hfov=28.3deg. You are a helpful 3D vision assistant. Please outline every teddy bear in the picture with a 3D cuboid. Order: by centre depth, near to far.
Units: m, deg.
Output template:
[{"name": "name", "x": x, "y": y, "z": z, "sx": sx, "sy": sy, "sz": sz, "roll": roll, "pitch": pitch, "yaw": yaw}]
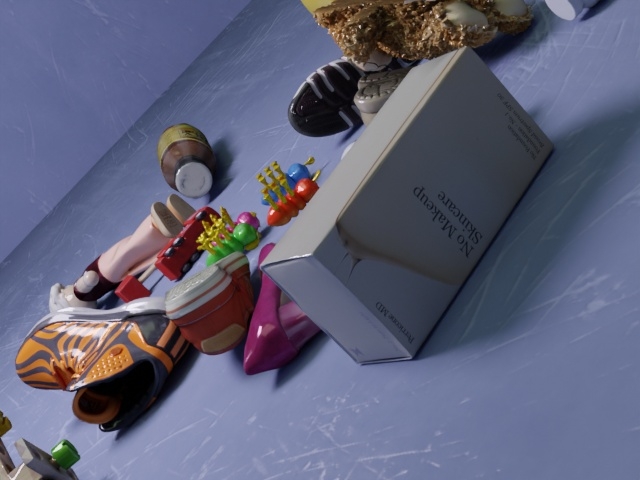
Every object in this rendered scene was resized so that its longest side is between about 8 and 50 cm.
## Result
[{"name": "teddy bear", "x": 0.143, "y": -0.299, "z": 1.816, "sx": 0.338, "sy": 0.113, "sz": 0.245, "roll": -2, "pitch": 24, "yaw": 31}]

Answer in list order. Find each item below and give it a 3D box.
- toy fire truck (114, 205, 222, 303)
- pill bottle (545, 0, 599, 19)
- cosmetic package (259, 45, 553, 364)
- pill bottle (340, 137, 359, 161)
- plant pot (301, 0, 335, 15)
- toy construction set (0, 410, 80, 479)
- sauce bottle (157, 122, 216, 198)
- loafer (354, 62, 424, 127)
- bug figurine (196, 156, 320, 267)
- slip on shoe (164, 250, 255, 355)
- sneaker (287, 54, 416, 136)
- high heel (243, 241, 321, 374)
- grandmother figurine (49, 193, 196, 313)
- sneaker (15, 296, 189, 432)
[{"name": "toy fire truck", "x": -0.256, "y": 0.028, "z": 2.162, "sx": 0.192, "sy": 0.047, "sz": 0.135, "roll": -53, "pitch": 18, "yaw": -26}, {"name": "pill bottle", "x": 0.343, "y": -0.341, "z": 1.624, "sx": 0.120, "sy": 0.067, "sz": 0.067, "roll": -48, "pitch": 18, "yaw": -13}, {"name": "cosmetic package", "x": 0.096, "y": -0.038, "z": 1.334, "sx": 0.113, "sy": 0.160, "sz": 0.309, "roll": -15, "pitch": 35, "yaw": 57}, {"name": "pill bottle", "x": 0.119, "y": -0.105, "z": 1.486, "sx": 0.184, "sy": 0.103, "sz": 0.103, "roll": -33, "pitch": 10, "yaw": -31}, {"name": "plant pot", "x": 0.107, "y": -0.533, "z": 2.339, "sx": 0.239, "sy": 0.254, "sz": 0.254, "roll": 1, "pitch": 47, "yaw": 47}, {"name": "toy construction set", "x": -0.457, "y": 0.281, "z": 1.658, "sx": 0.237, "sy": 0.309, "sz": 0.257, "roll": -37, "pitch": 26, "yaw": 6}, {"name": "sauce bottle", "x": -0.259, "y": -0.151, "z": 2.483, "sx": 0.111, "sy": 0.111, "sz": 0.344, "roll": -44, "pitch": 19, "yaw": 3}, {"name": "loafer", "x": 0.102, "y": -0.186, "z": 1.772, "sx": 0.102, "sy": 0.092, "sz": 0.268, "roll": -9, "pitch": 13, "yaw": 16}, {"name": "bug figurine", "x": -0.086, "y": -0.042, "z": 1.883, "sx": 0.216, "sy": 0.072, "sz": 0.279, "roll": -38, "pitch": 11, "yaw": 3}, {"name": "slip on shoe", "x": -0.137, "y": 0.086, "z": 1.680, "sx": 0.123, "sy": 0.101, "sz": 0.331, "roll": -31, "pitch": 5, "yaw": 1}, {"name": "sneaker", "x": 0.050, "y": -0.259, "z": 2.074, "sx": 0.281, "sy": 0.106, "sz": 0.162, "roll": -38, "pitch": 10, "yaw": -13}, {"name": "high heel", "x": -0.067, "y": 0.082, "z": 1.559, "sx": 0.117, "sy": 0.082, "sz": 0.244, "roll": -35, "pitch": 30, "yaw": -1}, {"name": "grandmother figurine", "x": -0.378, "y": 0.054, "z": 2.313, "sx": 0.342, "sy": 0.104, "sz": 0.208, "roll": -39, "pitch": -9, "yaw": 27}, {"name": "sneaker", "x": -0.338, "y": 0.186, "z": 1.798, "sx": 0.321, "sy": 0.124, "sz": 0.180, "roll": -19, "pitch": 30, "yaw": 31}]
